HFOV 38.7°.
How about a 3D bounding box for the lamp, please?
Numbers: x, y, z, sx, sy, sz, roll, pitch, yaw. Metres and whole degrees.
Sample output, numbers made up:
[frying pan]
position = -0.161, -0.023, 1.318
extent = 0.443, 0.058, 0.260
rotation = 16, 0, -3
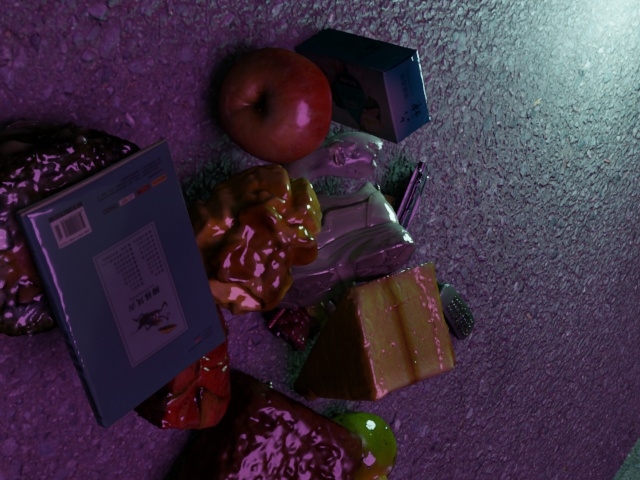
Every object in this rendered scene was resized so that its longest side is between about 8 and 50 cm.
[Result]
[lamp]
position = 0.000, 0.113, 1.893
extent = 0.253, 0.118, 0.118
rotation = -48, 135, -12

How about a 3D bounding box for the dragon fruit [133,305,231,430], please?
[dragon fruit]
position = -0.283, 0.175, 1.619
extent = 0.240, 0.302, 0.330
rotation = -7, 99, -8

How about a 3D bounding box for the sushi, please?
[sushi]
position = -0.415, -0.027, 1.372
extent = 0.352, 0.178, 0.294
rotation = -22, 121, -39

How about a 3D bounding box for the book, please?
[book]
position = -0.284, 0.068, 1.384
extent = 0.264, 0.031, 0.379
rotation = -33, 124, -36

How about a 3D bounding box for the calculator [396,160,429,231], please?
[calculator]
position = 0.181, -0.043, 2.021
extent = 0.166, 0.028, 0.274
rotation = 18, 95, -79

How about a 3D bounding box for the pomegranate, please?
[pomegranate]
position = 0.105, 0.498, 2.084
extent = 0.198, 0.246, 0.198
rotation = -51, 154, -36

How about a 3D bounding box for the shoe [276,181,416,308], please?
[shoe]
position = 0.000, 0.000, 1.814
extent = 0.342, 0.210, 0.132
rotation = -20, 148, 1

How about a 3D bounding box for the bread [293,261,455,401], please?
[bread]
position = 0.071, 0.207, 1.918
extent = 0.233, 0.362, 0.244
rotation = -16, 91, -36

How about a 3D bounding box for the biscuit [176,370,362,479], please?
[biscuit]
position = -0.116, 0.503, 1.859
extent = 0.343, 0.166, 0.395
rotation = 33, 78, -34

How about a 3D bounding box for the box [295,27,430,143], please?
[box]
position = 0.077, -0.290, 1.691
extent = 0.092, 0.245, 0.153
rotation = -38, 130, -26

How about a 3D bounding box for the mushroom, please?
[mushroom]
position = 0.010, -0.151, 1.807
extent = 0.278, 0.099, 0.096
rotation = -22, 108, -32

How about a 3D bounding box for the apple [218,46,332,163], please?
[apple]
position = -0.078, -0.236, 1.596
extent = 0.164, 0.210, 0.209
rotation = -4, 112, -64

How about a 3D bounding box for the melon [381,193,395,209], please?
[melon]
position = 0.099, -0.018, 1.964
extent = 0.128, 0.079, 0.160
rotation = 88, 23, -55

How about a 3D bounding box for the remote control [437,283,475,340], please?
[remote control]
position = 0.339, 0.181, 2.316
extent = 0.072, 0.042, 0.222
rotation = -52, 137, -14

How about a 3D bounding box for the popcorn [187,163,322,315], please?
[popcorn]
position = -0.117, -0.019, 1.613
extent = 0.265, 0.225, 0.332
rotation = -48, -175, 19
